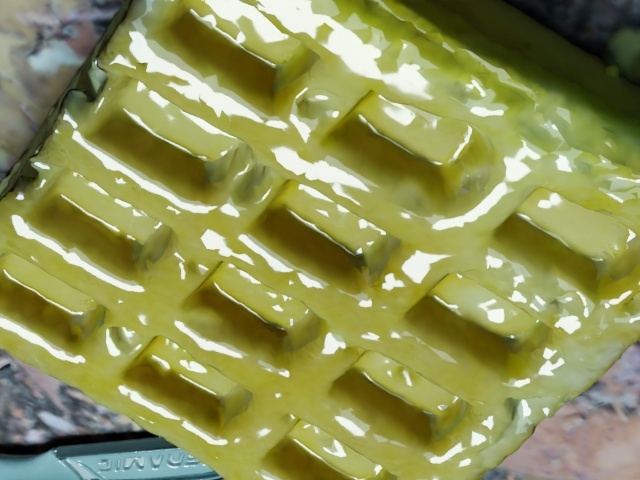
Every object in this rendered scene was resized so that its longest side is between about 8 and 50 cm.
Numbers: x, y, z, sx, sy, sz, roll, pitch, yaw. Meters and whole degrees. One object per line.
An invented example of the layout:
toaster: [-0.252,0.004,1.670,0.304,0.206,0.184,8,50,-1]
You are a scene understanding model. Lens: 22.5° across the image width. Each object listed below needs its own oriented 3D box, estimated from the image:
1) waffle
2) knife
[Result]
waffle: [0.000,0.000,0.599,0.221,0.055,0.248,31,132,-13]
knife: [-0.120,0.106,0.757,0.210,0.015,0.028,-6,124,20]
